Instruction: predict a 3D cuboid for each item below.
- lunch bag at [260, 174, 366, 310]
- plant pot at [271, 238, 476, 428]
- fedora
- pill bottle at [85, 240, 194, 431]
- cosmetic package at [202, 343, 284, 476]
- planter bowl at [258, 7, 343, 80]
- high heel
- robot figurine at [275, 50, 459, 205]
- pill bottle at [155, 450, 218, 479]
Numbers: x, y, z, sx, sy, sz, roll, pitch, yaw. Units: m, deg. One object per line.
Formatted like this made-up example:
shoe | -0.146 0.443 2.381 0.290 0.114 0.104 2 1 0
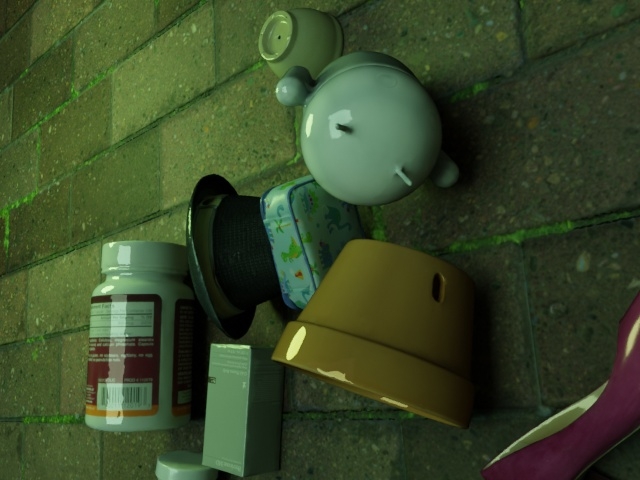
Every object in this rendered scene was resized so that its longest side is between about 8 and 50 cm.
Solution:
lunch bag | 0.000 0.000 1.082 0.090 0.176 0.218 -7 104 43
plant pot | 0.098 0.126 0.936 0.291 0.291 0.203 7 72 45
fedora | -0.116 0.016 1.178 0.153 0.334 0.333 -11 74 12
pill bottle | -0.392 0.206 1.423 0.224 0.224 0.391 -8 77 43
cosmetic package | -0.147 0.322 1.251 0.127 0.107 0.237 -5 77 41
planter bowl | -0.050 -0.382 1.262 0.162 0.109 0.161 -8 79 44
high heel | 0.316 0.182 0.792 0.181 0.127 0.376 20 101 34
robot figurine | 0.073 -0.173 0.980 0.353 0.300 0.199 -86 21 -68
pill bottle | -0.284 0.574 1.308 0.153 0.153 0.264 5 86 45
